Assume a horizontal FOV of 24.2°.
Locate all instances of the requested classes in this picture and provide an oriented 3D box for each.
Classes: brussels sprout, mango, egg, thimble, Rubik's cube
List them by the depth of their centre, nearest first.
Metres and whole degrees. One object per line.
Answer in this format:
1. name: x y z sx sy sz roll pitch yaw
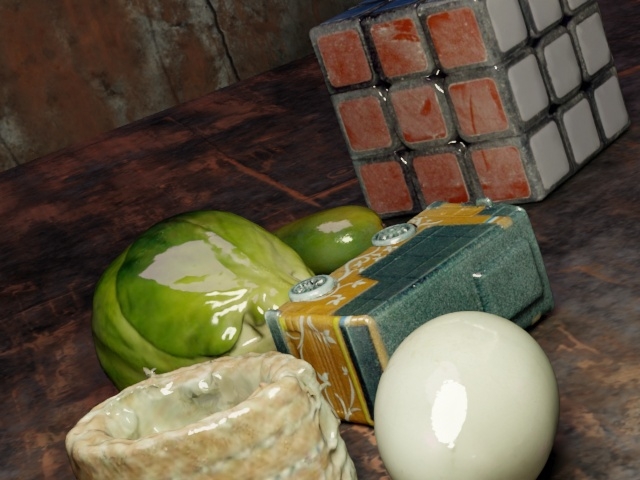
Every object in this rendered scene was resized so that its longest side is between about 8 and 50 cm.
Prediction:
1. egg: 0.118 0.142 1.215 0.151 0.151 0.209 -14 18 19
2. thimble: -0.102 0.195 1.311 0.229 0.148 0.196 -12 17 30
3. brussels sprout: -0.116 0.080 1.645 0.271 0.210 0.219 10 34 31
4. mango: 0.003 -0.002 1.984 0.191 0.085 0.122 -3 25 43
5. Rubik's cube: 0.218 -0.229 2.110 0.305 0.304 0.301 -3 21 41

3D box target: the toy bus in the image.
1. toy bus: 0.100 0.069 1.526 0.275 0.138 0.167 -33 22 -37
